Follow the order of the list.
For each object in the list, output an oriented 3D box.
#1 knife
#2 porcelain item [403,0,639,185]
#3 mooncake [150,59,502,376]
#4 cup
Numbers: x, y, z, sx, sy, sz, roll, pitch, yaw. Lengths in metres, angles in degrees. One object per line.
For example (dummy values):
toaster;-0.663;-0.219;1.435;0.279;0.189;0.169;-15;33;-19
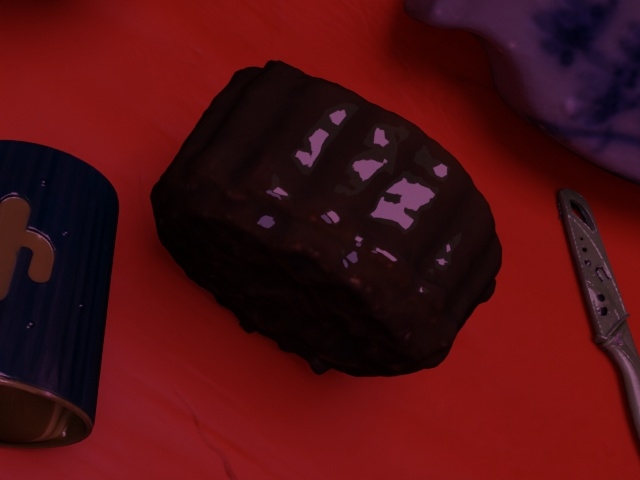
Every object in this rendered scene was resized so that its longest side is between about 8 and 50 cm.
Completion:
knife;0.259;0.090;0.844;0.043;0.020;0.293;-5;73;-26
porcelain item;0.285;-0.168;0.828;0.405;0.242;0.178;28;36;-16
mooncake;0.000;0.000;0.635;0.228;0.228;0.124;40;67;-7
cup;-0.208;0.028;0.579;0.176;0.131;0.155;13;60;-10
